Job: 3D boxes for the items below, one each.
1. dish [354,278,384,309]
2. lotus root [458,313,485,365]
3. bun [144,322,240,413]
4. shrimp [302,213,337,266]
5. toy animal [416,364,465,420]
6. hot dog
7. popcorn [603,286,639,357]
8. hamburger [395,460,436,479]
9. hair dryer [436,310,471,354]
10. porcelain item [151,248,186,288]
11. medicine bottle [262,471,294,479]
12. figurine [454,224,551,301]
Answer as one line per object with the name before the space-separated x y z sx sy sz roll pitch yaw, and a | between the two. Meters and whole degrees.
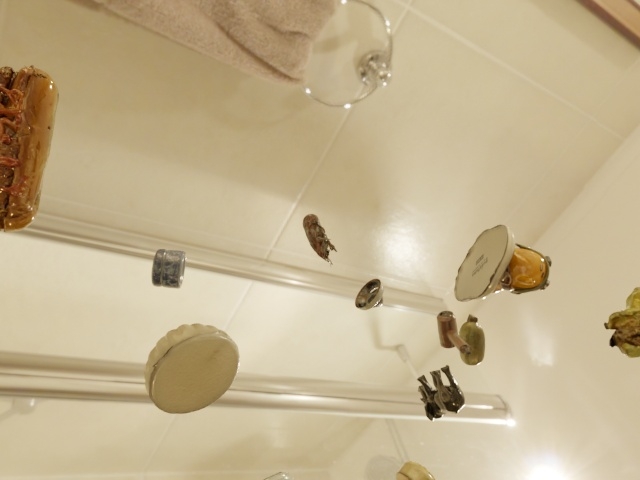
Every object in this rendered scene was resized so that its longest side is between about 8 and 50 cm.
dish | 0.208 0.225 1.871 0.141 0.078 0.141 -44 -160 20
lotus root | 0.537 0.354 1.717 0.077 0.091 0.182 -157 -114 -75
bun | -0.369 0.324 1.337 0.175 0.263 0.263 36 -71 47
shrimp | -0.001 0.000 1.603 0.075 0.073 0.190 -27 92 -85
toy animal | 0.371 0.492 1.545 0.245 0.115 0.146 95 -27 -70
hot dog | -0.635 -0.188 0.979 0.158 0.117 0.348 12 -89 30
popcorn | 0.739 0.178 1.078 0.174 0.195 0.168 154 -58 -62
hamburger | 0.288 0.712 1.412 0.141 0.082 0.126 51 -31 28
hair dryer | 0.431 0.309 1.544 0.181 0.064 0.117 -126 -157 -70
porcelain item | -0.578 0.107 1.842 0.147 0.114 0.147 -172 -90 -81
medicine bottle | -0.088 0.895 1.449 0.332 0.190 0.189 46 -62 40
figurine | 0.422 0.073 1.109 0.250 0.141 0.166 116 -11 -65
